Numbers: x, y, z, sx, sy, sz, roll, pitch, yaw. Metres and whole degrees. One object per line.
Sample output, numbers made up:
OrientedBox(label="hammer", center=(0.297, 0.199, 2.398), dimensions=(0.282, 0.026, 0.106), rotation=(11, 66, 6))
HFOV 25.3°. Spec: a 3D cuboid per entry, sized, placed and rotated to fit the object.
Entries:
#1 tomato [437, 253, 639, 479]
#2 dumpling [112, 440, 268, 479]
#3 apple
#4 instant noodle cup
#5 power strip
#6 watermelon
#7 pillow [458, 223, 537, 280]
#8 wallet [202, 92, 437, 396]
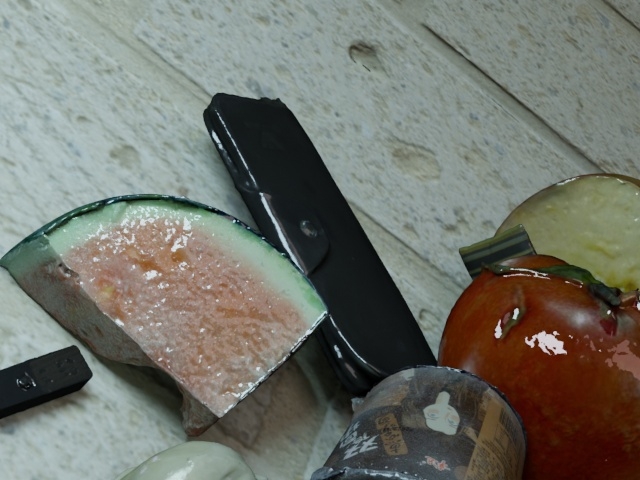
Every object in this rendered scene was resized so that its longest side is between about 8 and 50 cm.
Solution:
OrientedBox(label="tomato", center=(0.212, 0.165, 1.463), dimensions=(0.170, 0.309, 0.309), rotation=(-4, 60, -29))
OrientedBox(label="dumpling", center=(-0.119, 0.227, 1.208), dimensions=(0.199, 0.136, 0.118), rotation=(-1, 93, -19))
OrientedBox(label="apple", center=(0.346, 0.060, 1.688), dimensions=(0.293, 0.251, 0.163), rotation=(49, 19, 6))
OrientedBox(label="instant noodle cup", center=(0.089, 0.240, 1.319), dimensions=(0.217, 0.217, 0.207), rotation=(42, 33, -6))
OrientedBox(label="power strip", center=(-0.250, 0.124, 1.240), dimensions=(0.111, 0.029, 0.038), rotation=(-19, 72, -48))
OrientedBox(label="watermelon", center=(-0.131, 0.059, 1.325), dimensions=(0.318, 0.148, 0.226), rotation=(20, 54, -27))
OrientedBox(label="pillow", center=(0.234, 0.086, 1.606), dimensions=(0.038, 0.113, 0.203), rotation=(-24, 90, -37))
OrientedBox(label="wallet", center=(0.000, 0.000, 1.522), dimensions=(0.197, 0.051, 0.377), rotation=(7, 50, -61))
